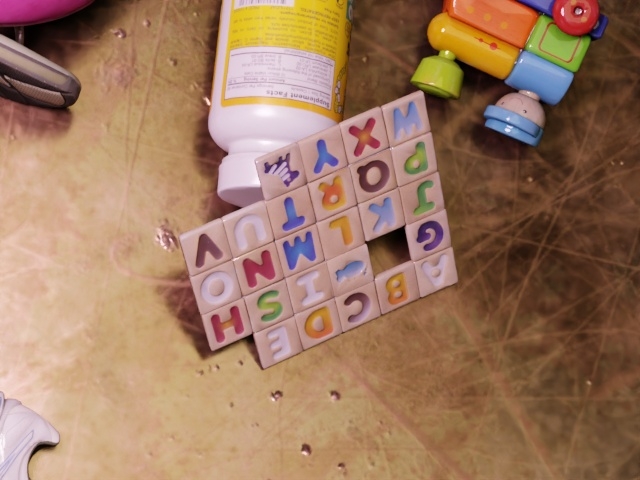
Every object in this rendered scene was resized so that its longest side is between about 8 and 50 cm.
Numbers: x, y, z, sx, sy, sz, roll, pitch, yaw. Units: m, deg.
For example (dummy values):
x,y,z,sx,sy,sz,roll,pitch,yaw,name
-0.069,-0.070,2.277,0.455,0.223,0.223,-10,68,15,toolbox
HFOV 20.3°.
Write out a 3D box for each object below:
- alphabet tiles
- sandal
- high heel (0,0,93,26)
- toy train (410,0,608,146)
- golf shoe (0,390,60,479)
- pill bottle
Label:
x,y,z,sx,sy,sz,roll,pitch,yaw,name
0.000,0.000,1.521,0.237,0.009,0.198,-24,125,-16,alphabet tiles
-0.322,-0.217,1.508,0.303,0.120,0.086,38,77,-1,sandal
-0.161,-0.322,1.483,0.127,0.181,0.377,42,56,-2,high heel
0.119,-0.193,1.613,0.248,0.105,0.143,24,88,-6,toy train
-0.272,0.214,1.457,0.086,0.069,0.176,26,75,-11,golf shoe
-0.035,-0.135,1.552,0.118,0.117,0.208,8,76,-10,pill bottle
